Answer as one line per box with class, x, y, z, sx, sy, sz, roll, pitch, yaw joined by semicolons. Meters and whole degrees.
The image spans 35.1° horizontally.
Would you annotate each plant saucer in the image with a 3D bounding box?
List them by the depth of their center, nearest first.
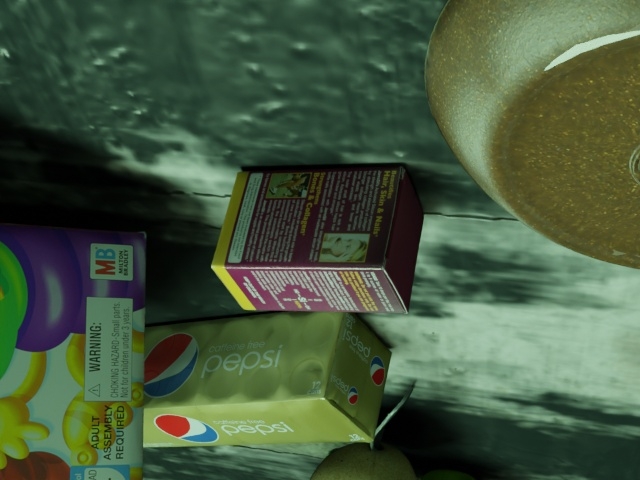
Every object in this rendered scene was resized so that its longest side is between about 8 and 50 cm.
plant saucer;0.134;-0.039;0.366;0.199;0.036;0.198;10;148;7

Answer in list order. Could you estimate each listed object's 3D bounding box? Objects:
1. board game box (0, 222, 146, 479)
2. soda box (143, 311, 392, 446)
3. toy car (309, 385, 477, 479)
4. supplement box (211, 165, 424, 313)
board game box;-0.234;0.067;0.479;0.275;0.142;0.144;4;167;-22
soda box;-0.052;0.086;0.616;0.181;0.061;0.058;-9;141;33
toy car;0.047;0.185;0.670;0.149;0.155;0.188;9;136;7
supplement box;0.000;0.000;0.464;0.083;0.055;0.043;1;148;22
